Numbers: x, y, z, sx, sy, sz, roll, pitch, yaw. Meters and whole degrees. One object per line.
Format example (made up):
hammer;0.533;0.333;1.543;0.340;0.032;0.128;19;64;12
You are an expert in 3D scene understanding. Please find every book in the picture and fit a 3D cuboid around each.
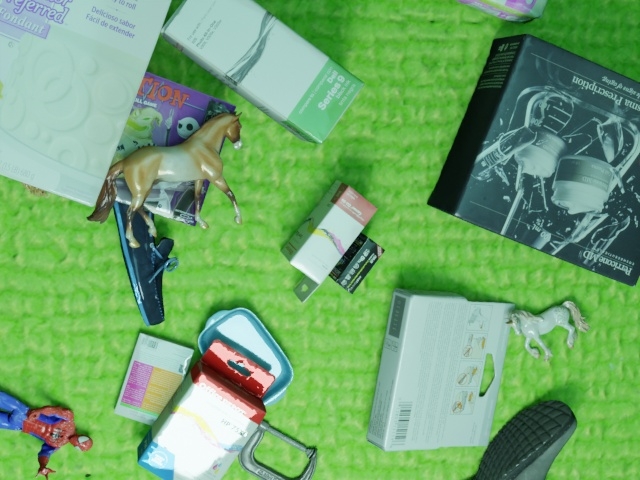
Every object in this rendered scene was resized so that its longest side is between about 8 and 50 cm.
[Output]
book;-0.281;0.236;1.722;0.096;0.035;0.144;19;94;-8

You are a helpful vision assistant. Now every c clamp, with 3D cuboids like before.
c clamp;-0.069;0.362;1.776;0.161;0.022;0.137;37;90;-11

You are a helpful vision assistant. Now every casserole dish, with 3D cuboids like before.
casserole dish;-0.128;0.197;1.738;0.114;0.037;0.188;-35;101;-3

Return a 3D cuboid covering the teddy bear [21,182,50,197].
teddy bear;-0.434;-0.201;1.612;0.338;0.113;0.245;-24;106;-13

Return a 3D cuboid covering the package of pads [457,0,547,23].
package of pads;0.255;-0.502;1.672;0.297;0.101;0.229;19;93;-10

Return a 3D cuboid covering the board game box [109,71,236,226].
board game box;-0.324;-0.170;1.570;0.347;0.056;0.208;18;87;-21

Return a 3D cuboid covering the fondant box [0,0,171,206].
fondant box;-0.386;-0.243;1.464;0.238;0.096;0.330;20;89;-20

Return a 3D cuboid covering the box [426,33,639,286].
box;0.406;-0.133;1.706;0.343;0.179;0.312;20;95;-11

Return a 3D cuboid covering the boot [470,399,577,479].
boot;0.382;0.461;1.829;0.223;0.118;0.338;39;99;-19

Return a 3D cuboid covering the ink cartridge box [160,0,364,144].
ink cartridge box;-0.096;-0.282;1.588;0.289;0.211;0.121;35;91;-12

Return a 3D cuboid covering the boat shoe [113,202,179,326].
boat shoe;-0.277;0.010;1.655;0.089;0.109;0.258;-12;101;-14

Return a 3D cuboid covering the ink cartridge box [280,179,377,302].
ink cartridge box;0.000;0.000;1.691;0.067;0.115;0.198;37;90;-13

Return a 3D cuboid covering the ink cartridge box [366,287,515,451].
ink cartridge box;0.213;0.227;1.787;0.239;0.060;0.275;6;97;-35

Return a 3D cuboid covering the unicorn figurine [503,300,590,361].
unicorn figurine;0.393;0.156;1.810;0.162;0.060;0.111;-28;101;-21

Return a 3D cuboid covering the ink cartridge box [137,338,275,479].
ink cartridge box;-0.184;0.295;1.684;0.134;0.078;0.231;34;91;-13

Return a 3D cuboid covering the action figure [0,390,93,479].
action figure;-0.501;0.293;1.645;0.280;0.139;0.091;24;95;-14

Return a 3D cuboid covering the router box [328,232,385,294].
router box;0.052;0.031;1.700;0.038;0.122;0.092;37;91;-16

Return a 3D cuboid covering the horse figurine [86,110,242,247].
horse figurine;-0.228;-0.091;1.556;0.263;0.066;0.174;-12;107;-20
